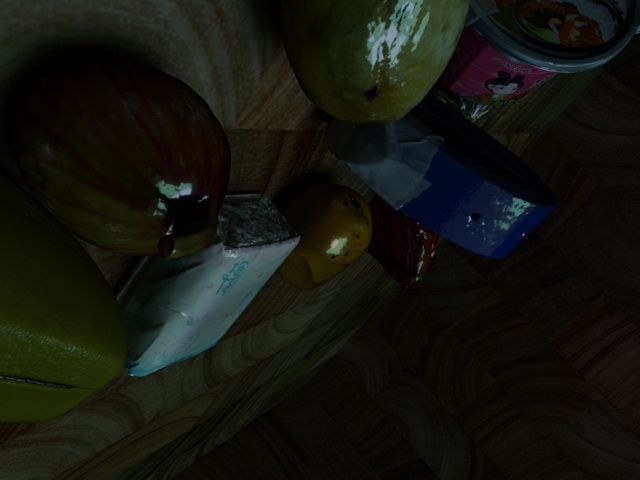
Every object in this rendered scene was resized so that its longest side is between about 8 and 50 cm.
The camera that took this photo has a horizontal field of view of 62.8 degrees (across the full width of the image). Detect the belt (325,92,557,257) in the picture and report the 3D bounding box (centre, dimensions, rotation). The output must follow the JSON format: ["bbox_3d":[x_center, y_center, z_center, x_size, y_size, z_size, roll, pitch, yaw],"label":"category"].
[{"bbox_3d":[0.176,-0.113,0.780,0.117,0.346,0.212,-53,-174,34],"label":"belt"}]

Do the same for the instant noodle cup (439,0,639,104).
[{"bbox_3d":[0.252,-0.299,0.700,0.181,0.302,0.259,132,-21,-72],"label":"instant noodle cup"}]

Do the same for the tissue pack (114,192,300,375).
[{"bbox_3d":[-0.178,0.062,0.782,0.271,0.124,0.201,-51,165,23],"label":"tissue pack"}]

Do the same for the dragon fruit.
[{"bbox_3d":[0.198,-0.061,1.293,0.240,0.303,0.330,-8,140,-4],"label":"dragon fruit"}]

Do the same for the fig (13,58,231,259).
[{"bbox_3d":[-0.140,-0.049,0.443,0.175,0.207,0.175,-44,162,-19],"label":"fig"}]

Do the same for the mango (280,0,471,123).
[{"bbox_3d":[0.063,-0.266,0.474,0.177,0.175,0.330,-77,-179,-62],"label":"mango"}]

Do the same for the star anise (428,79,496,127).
[{"bbox_3d":[0.225,-0.230,0.989,0.331,0.118,0.332,-31,153,-17],"label":"star anise"}]

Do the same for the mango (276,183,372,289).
[{"bbox_3d":[0.000,0.000,0.982,0.191,0.160,0.290,-44,170,-27],"label":"mango"}]

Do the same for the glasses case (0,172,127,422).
[{"bbox_3d":[-0.268,0.037,0.417,0.141,0.173,0.371,-37,165,-13],"label":"glasses case"}]
